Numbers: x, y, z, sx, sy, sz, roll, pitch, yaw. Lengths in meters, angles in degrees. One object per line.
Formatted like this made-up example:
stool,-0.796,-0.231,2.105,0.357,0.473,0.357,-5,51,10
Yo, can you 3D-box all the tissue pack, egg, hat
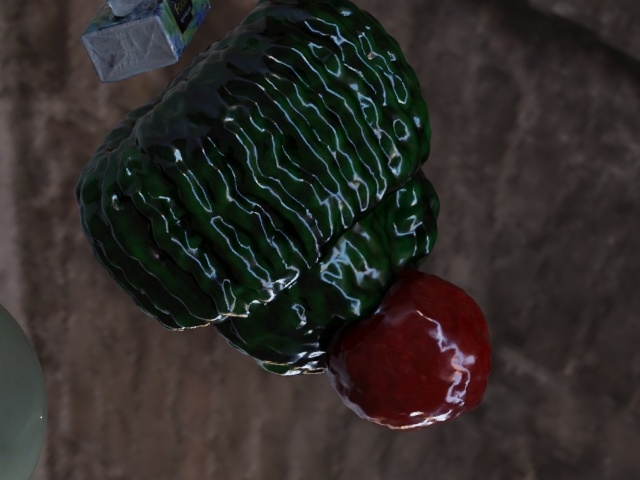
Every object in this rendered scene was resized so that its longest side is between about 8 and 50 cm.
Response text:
tissue pack,-0.161,-0.207,1.730,0.079,0.085,0.111,65,26,-26
egg,-0.359,0.148,1.749,0.219,0.269,0.219,-17,152,-10
hat,0.000,0.000,1.430,0.274,0.332,0.242,-42,-172,-11
